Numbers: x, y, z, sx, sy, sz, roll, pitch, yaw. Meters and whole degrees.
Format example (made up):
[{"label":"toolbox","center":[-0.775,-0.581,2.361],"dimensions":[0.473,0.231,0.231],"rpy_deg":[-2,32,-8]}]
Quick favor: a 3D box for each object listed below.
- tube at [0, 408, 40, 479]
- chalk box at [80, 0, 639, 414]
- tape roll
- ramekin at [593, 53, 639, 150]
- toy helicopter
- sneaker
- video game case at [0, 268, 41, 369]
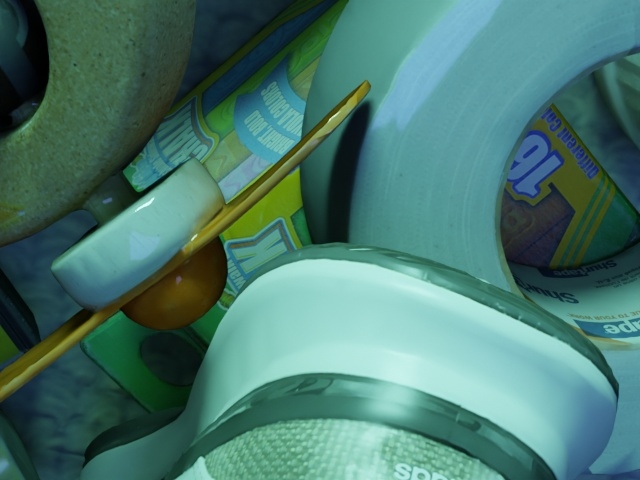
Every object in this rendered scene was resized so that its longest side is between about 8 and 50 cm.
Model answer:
[{"label":"tube","center":[-0.237,0.148,0.777],"dimensions":[0.240,0.062,0.070],"rpy_deg":[-30,139,-4]},{"label":"chalk box","center":[0.000,0.000,0.748],"dimensions":[0.213,0.132,0.132],"rpy_deg":[-42,118,4]},{"label":"tape roll","center":[0.106,-0.026,0.653],"dimensions":[0.219,0.072,0.219],"rpy_deg":[-6,113,-14]},{"label":"ramekin","center":[0.231,-0.097,0.786],"dimensions":[0.207,0.109,0.207],"rpy_deg":[-6,114,-13]},{"label":"toy helicopter","center":[-0.131,-0.011,0.635],"dimensions":[0.235,0.140,0.355],"rpy_deg":[29,129,7]},{"label":"sneaker","center":[-0.047,0.200,0.652],"dimensions":[0.169,0.257,0.447],"rpy_deg":[22,151,-3]},{"label":"video game case","center":[-0.290,0.002,0.721],"dimensions":[0.248,0.035,0.275],"rpy_deg":[-32,117,-1]}]
